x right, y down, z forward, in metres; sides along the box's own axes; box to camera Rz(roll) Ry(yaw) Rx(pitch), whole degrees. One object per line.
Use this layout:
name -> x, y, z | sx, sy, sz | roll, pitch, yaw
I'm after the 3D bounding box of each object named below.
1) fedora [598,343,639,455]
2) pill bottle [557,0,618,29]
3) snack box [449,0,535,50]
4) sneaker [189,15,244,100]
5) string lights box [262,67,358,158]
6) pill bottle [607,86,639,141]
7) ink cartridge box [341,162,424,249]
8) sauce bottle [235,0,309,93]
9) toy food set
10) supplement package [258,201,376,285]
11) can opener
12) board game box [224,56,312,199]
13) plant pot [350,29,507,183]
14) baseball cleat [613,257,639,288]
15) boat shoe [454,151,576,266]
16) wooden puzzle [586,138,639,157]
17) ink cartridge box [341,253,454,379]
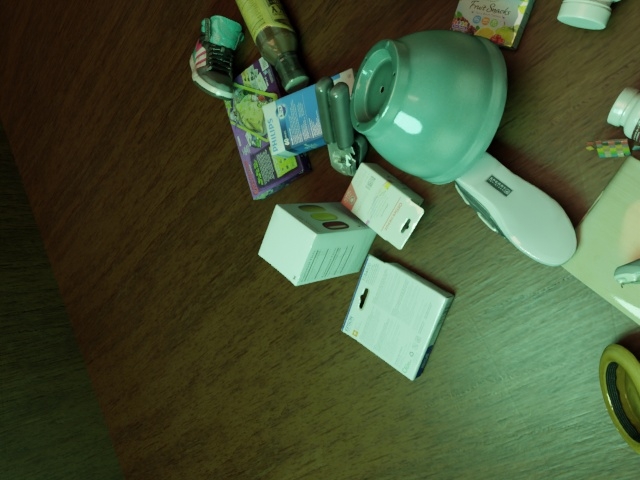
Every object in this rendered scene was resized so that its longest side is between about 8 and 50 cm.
fedora -> 0.552, 0.268, 0.862 | 0.079, 0.194, 0.195 | -12, 86, 2
pill bottle -> 0.473, -0.461, 0.855 | 0.107, 0.107, 0.180 | 27, 110, 34
snack box -> 0.338, -0.446, 1.010 | 0.141, 0.037, 0.100 | 29, 110, 33
sneaker -> -0.278, -0.524, 1.418 | 0.179, 0.123, 0.296 | -59, 39, 28
string lights box -> -0.009, -0.305, 1.247 | 0.259, 0.076, 0.134 | -14, 85, 28
pill bottle -> 0.559, -0.193, 0.827 | 0.152, 0.086, 0.086 | 36, 115, 30
ink cartridge box -> 0.155, -0.081, 1.176 | 0.198, 0.067, 0.115 | 43, 119, 29
sauce bottle -> -0.125, -0.545, 1.329 | 0.111, 0.111, 0.345 | -33, 76, 36
toy food set -> 0.580, 0.028, 0.845 | 0.306, 0.092, 0.220 | 46, 122, 35
supplement package -> 0.000, 0.000, 1.194 | 0.139, 0.244, 0.134 | 36, 116, 30
can opener -> 0.052, -0.251, 1.129 | 0.075, 0.095, 0.284 | 28, 155, 24
board game box -> -0.157, -0.312, 1.417 | 0.208, 0.056, 0.347 | -23, 80, 34
plant pot -> 0.179, -0.272, 0.978 | 0.293, 0.196, 0.294 | -34, 51, 57
baseball cleat -> 0.555, 0.013, 0.768 | 0.205, 0.072, 0.110 | -14, 65, 42
boat shoe -> 0.364, -0.059, 0.990 | 0.108, 0.102, 0.301 | -41, 61, -2
wooden puzzle -> 0.513, -0.162, 0.892 | 0.083, 0.049, 0.006 | 4, 68, 39
ink cartridge box -> 0.175, 0.174, 1.199 | 0.223, 0.045, 0.224 | 31, 113, 33
